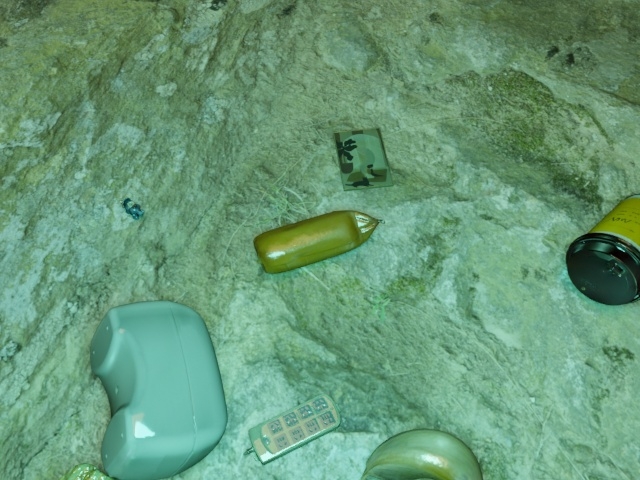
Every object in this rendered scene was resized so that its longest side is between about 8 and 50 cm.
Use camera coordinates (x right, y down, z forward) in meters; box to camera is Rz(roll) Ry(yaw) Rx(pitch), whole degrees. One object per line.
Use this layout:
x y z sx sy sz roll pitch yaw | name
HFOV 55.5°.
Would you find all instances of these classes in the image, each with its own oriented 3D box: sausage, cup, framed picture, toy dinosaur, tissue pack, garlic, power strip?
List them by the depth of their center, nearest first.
0.211 0.460 1.224 0.245 0.145 0.164 13 91 9 | garlic
-0.316 0.295 1.230 0.236 0.229 0.333 3 52 -35 | tissue pack
-0.060 0.402 1.294 0.227 0.029 0.080 -23 63 -14 | power strip
0.724 0.015 1.455 0.196 0.196 0.280 37 57 19 | cup
-0.001 -0.006 1.491 0.328 0.112 0.112 -17 62 -11 | sausage
-0.484 -0.085 1.560 0.083 0.047 0.030 35 64 19 | toy dinosaur
0.116 -0.226 1.675 0.136 0.010 0.201 -7 61 -4 | framed picture

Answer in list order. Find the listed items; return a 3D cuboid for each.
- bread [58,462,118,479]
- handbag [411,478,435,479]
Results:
-0.479 0.519 1.159 0.102 0.138 0.196 34 64 6 | bread
0.128 0.592 1.093 0.283 0.149 0.302 -12 68 22 | handbag
